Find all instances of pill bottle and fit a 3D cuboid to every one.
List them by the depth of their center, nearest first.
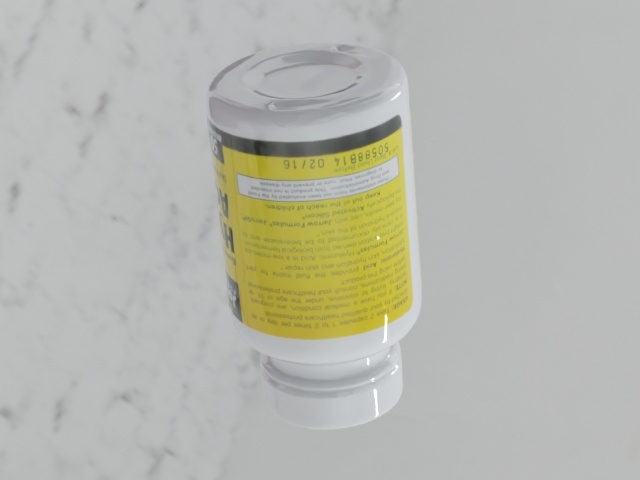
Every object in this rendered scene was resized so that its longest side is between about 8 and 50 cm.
[{"bbox_3d":[0.000,0.000,0.626,0.065,0.116,0.065,-5,-154,2],"label":"pill bottle"}]
